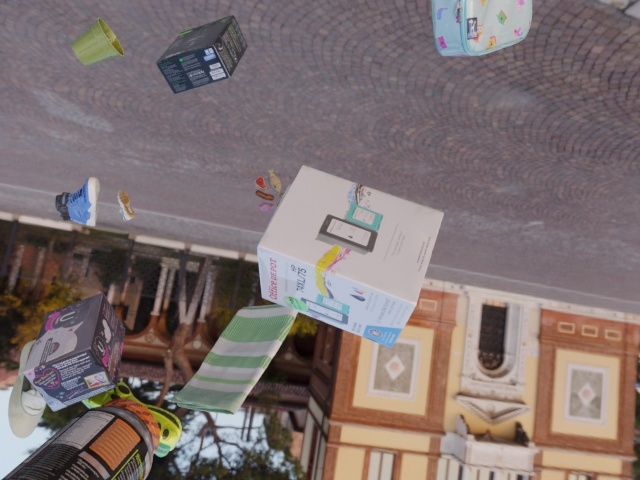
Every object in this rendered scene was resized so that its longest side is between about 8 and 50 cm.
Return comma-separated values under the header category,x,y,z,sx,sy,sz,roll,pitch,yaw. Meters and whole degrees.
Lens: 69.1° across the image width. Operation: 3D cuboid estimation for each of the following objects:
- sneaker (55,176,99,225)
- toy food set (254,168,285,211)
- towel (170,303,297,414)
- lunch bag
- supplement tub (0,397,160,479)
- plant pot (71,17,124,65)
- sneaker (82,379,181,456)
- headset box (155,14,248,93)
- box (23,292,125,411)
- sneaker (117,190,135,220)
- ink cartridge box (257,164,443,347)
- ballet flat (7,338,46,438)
category,x,y,z,sx,sy,sz,roll,pitch,yaw
sneaker,-0.528,-0.087,1.005,0.084,0.058,0.152,9,147,-23
toy food set,-0.115,-0.105,1.084,0.078,0.122,0.019,-27,170,-16
towel,-0.205,0.281,1.165,0.247,0.325,0.038,-12,120,40
lunch bag,0.377,-0.555,1.073,0.279,0.224,0.108,-26,-148,-31
supplement tub,-0.445,0.443,0.856,0.193,0.194,0.316,7,-166,11
plant pot,-0.469,-0.405,0.969,0.079,0.083,0.083,-27,168,2
sneaker,-0.498,0.459,1.187,0.295,0.124,0.109,27,-160,12
headset box,-0.430,-0.698,1.732,0.246,0.283,0.131,-8,134,20
box,-0.612,0.271,1.179,0.163,0.142,0.247,-20,-151,-8
sneaker,-0.528,-0.092,1.244,0.037,0.083,0.032,-29,168,33
ink cartridge box,0.048,0.030,0.850,0.270,0.197,0.198,20,148,9
ballet flat,-0.737,0.369,1.193,0.086,0.248,0.086,-10,151,-6
